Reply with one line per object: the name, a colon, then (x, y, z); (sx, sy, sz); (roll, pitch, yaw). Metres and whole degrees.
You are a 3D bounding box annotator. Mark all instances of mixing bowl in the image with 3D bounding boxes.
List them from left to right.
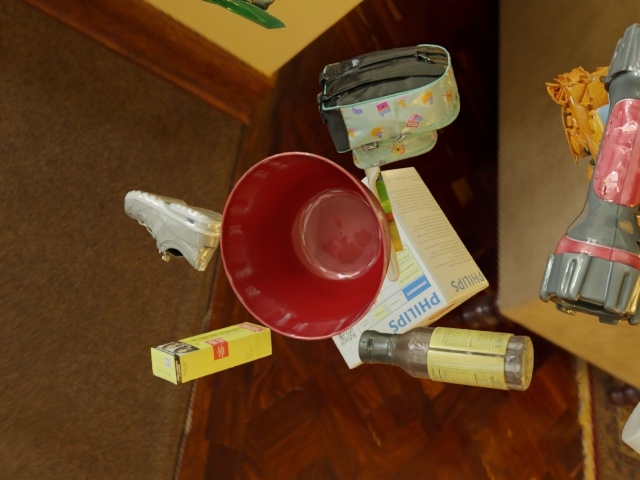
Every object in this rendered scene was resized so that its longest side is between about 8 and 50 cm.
mixing bowl: (0.000, 0.000, 0.810); (0.098, 0.181, 0.182); (-18, 83, -62)

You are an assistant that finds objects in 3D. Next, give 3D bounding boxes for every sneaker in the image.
sneaker: (-0.289, -0.021, 1.497); (0.105, 0.281, 0.115); (13, 94, -41)

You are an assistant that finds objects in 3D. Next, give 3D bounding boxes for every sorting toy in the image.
sorting toy: (0.112, -0.058, 1.436); (0.193, 0.038, 0.208); (-95, 172, -66)

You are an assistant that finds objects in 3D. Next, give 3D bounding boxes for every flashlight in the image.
flashlight: (0.308, -0.071, 0.818); (0.103, 0.103, 0.304); (24, 80, -37)

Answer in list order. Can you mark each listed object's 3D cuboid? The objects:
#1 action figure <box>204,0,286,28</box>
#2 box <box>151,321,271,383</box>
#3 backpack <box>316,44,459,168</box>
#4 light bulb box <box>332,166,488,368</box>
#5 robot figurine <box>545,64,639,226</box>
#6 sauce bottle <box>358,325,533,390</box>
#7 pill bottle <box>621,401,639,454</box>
action figure: (-0.155, -0.334, 1.029); (0.137, 0.064, 0.232); (33, 19, 30)
box: (-0.212, 0.219, 1.595); (0.232, 0.087, 0.058); (-10, 103, -40)
backpack: (0.106, -0.198, 1.153); (0.166, 0.188, 0.144); (-85, 153, -57)
light bulb box: (0.156, 0.067, 2.025); (0.225, 0.358, 0.361); (-14, 69, -51)
robot figurine: (0.441, -0.121, 1.236); (0.211, 0.085, 0.291); (-92, 160, -79)
sauce bottle: (0.244, 0.225, 1.606); (0.111, 0.344, 0.112); (-16, 108, -61)
pill bottle: (0.592, 0.320, 1.148); (0.283, 0.161, 0.161); (37, 44, 12)
